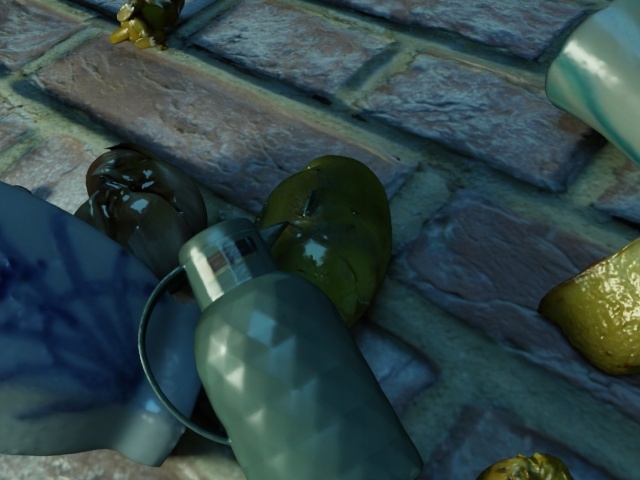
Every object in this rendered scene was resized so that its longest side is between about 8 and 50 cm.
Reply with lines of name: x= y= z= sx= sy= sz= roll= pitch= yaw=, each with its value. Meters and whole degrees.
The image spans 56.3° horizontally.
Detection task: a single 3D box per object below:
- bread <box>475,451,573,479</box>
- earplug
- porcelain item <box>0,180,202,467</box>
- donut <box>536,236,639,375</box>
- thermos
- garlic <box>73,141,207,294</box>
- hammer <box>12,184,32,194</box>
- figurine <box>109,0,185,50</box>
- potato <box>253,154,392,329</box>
bread: x=0.178 y=0.282 z=0.464 sx=0.084 sy=0.113 sz=0.210 roll=-2 pitch=48 yaw=-13
earplug: x=0.448 y=-0.138 z=0.736 sx=0.185 sy=0.185 sz=0.323 roll=-21 pitch=57 yaw=-8
porcelain item: x=-0.311 y=0.070 z=0.575 sx=0.406 sy=0.178 sz=0.242 roll=25 pitch=51 yaw=-13
donut: x=0.393 y=0.049 z=0.598 sx=0.295 sy=0.151 sz=0.112 roll=-14 pitch=60 yaw=-2
thermos: x=-0.049 y=0.122 z=0.542 sx=0.182 sy=0.145 sz=0.286 roll=-27 pitch=78 yaw=-18
garlic: x=-0.221 y=-0.029 z=0.767 sx=0.160 sy=0.191 sz=0.214 roll=20 pitch=41 yaw=-5
hammer: x=-0.569 y=0.066 z=0.819 sx=0.152 sy=0.044 sz=0.426 roll=19 pitch=56 yaw=23
figurine: x=-0.339 y=-0.426 z=1.166 sx=0.122 sy=0.121 sz=0.176 roll=-15 pitch=29 yaw=34
potato: x=0.000 y=0.000 z=0.705 sx=0.170 sy=0.143 sz=0.248 roll=14 pitch=52 yaw=3
